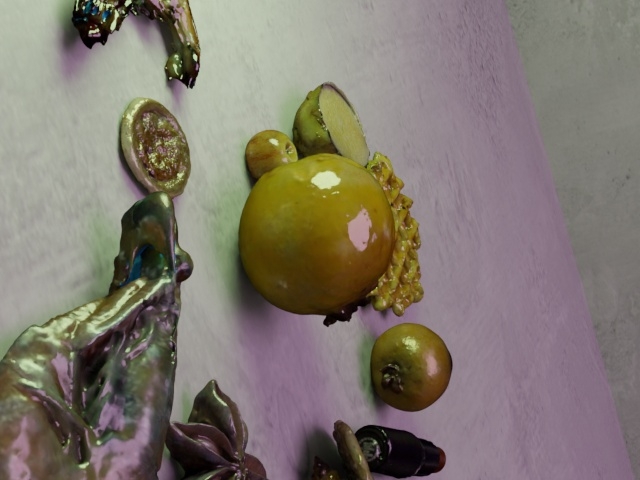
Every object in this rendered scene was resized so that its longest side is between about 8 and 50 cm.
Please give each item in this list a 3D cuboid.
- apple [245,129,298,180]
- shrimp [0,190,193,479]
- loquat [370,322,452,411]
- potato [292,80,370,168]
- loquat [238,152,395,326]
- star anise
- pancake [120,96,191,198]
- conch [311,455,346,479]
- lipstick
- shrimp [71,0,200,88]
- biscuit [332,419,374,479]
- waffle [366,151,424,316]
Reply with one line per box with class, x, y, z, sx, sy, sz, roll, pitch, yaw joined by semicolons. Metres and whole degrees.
apple;-0.071;-0.124;1.590;0.084;0.071;0.084;40;43;-53
shrimp;-0.234;0.138;1.109;0.221;0.110;0.446;45;43;-36
loquat;0.153;0.215;1.819;0.163;0.137;0.163;-30;124;-59
potato;0.011;-0.174;1.780;0.164;0.081;0.200;69;22;1
loquat;0.000;0.000;1.497;0.244;0.244;0.244;39;44;-53
star anise;-0.124;0.284;1.283;0.212;0.073;0.197;71;22;-7
pancake;-0.208;-0.118;1.359;0.139;0.022;0.139;40;43;-51
conch;0.029;0.422;1.524;0.086;0.080;0.233;-49;126;-71
lipstick;0.139;0.358;1.786;0.299;0.081;0.081;31;51;-59
shrimp;-0.224;-0.276;1.363;0.222;0.054;0.290;64;24;-27
biscuit;0.064;0.367;1.572;0.220;0.033;0.220;160;-90;-82
waffle;0.110;-0.013;1.930;0.312;0.060;0.307;4;74;-66
